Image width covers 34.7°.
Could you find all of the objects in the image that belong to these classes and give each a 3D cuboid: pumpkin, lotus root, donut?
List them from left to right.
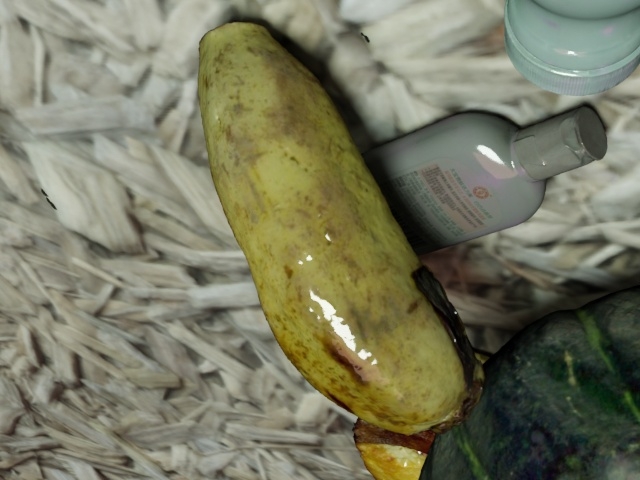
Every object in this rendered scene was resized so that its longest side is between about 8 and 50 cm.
[{"bbox_3d":[0.000,0.000,0.581,0.258,0.097,0.110,62,178,4],"label":"lotus root"},{"bbox_3d":[0.110,0.152,0.797,0.166,0.073,0.184,0,138,26],"label":"donut"},{"bbox_3d":[0.215,0.179,0.598,0.323,0.241,0.323,3,103,12],"label":"pumpkin"}]

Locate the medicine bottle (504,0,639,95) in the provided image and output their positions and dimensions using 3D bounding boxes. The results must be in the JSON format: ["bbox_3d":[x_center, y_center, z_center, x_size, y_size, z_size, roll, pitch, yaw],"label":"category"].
[{"bbox_3d":[0.107,-0.138,0.390,0.091,0.090,0.216,13,160,13],"label":"medicine bottle"}]

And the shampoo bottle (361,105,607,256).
[{"bbox_3d":[0.087,-0.037,0.599,0.165,0.040,0.080,-20,119,42],"label":"shampoo bottle"}]
